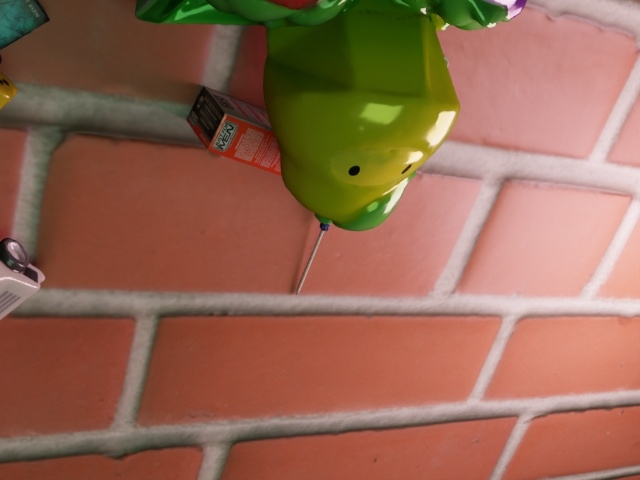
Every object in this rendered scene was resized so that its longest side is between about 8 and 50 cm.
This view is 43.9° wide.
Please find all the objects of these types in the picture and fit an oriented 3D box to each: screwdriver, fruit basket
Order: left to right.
[{"bbox_3d":[0.000,0.000,0.936,0.024,0.025,0.169,4,118,-31],"label":"screwdriver"},{"bbox_3d":[0.046,-0.185,0.656,0.392,0.283,0.391,0,91,-25],"label":"fruit basket"}]

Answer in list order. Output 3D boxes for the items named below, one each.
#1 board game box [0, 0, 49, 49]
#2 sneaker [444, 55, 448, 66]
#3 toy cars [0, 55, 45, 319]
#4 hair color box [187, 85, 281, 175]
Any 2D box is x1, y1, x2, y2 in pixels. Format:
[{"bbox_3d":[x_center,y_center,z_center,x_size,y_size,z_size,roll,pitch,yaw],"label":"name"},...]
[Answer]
[{"bbox_3d":[-0.315,-0.218,0.608,0.126,0.026,0.186,-33,131,-6],"label":"board game box"},{"bbox_3d":[0.094,-0.123,0.876,0.083,0.071,0.190,-1,122,-35],"label":"sneaker"},{"bbox_3d":[-0.333,-0.050,0.650,0.177,0.087,0.393,-6,131,-17],"label":"toy cars"},{"bbox_3d":[-0.056,-0.102,0.803,0.141,0.072,0.043,17,112,-35],"label":"hair color box"}]
